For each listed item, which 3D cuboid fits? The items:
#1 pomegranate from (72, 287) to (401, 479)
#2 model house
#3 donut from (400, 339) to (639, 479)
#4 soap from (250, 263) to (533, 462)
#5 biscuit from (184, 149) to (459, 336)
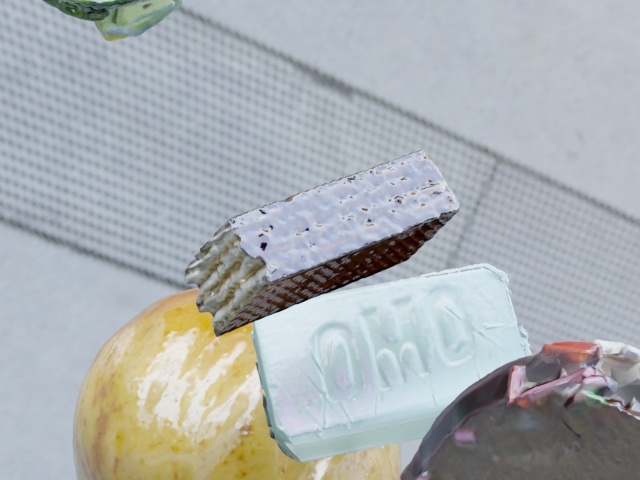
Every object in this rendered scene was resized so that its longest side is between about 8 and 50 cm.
[{"bbox_3d":[-0.104,0.252,2.020,0.410,0.410,0.410,15,66,-36],"label":"pomegranate"},{"bbox_3d":[-0.257,-0.319,2.070,0.195,0.189,0.214,-26,77,-12],"label":"model house"},{"bbox_3d":[0.157,0.175,0.941,0.103,0.270,0.269,-23,90,-54],"label":"donut"},{"bbox_3d":[0.070,0.119,1.781,0.261,0.094,0.150,-11,71,-4],"label":"soap"},{"bbox_3d":[0.000,0.000,1.582,0.252,0.106,0.070,-20,73,-38],"label":"biscuit"}]
